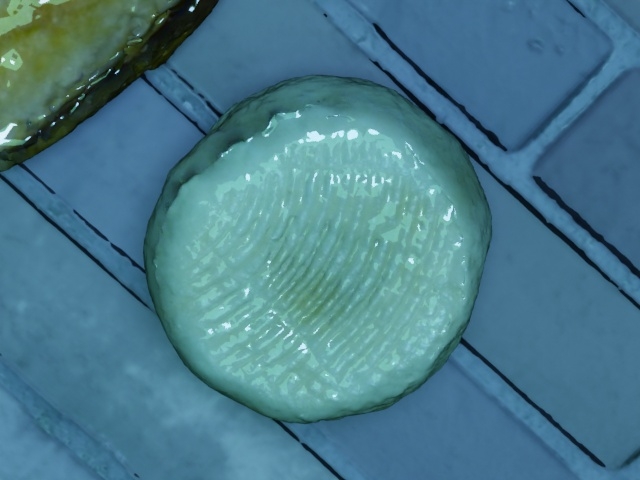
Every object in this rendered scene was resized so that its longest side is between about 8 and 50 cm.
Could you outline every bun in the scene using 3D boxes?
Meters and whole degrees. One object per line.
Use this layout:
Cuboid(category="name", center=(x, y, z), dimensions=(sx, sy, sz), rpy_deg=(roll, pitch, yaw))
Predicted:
Cuboid(category="bun", center=(0.000, 0.000, 1.027), dimensions=(0.195, 0.118, 0.195), rpy_deg=(1, 108, 4))

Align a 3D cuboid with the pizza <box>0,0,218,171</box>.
Cuboid(category="pizza", center=(-0.161, -0.230, 0.998), dimensions=(0.435, 0.080, 0.392), rpy_deg=(-6, 106, 0))
